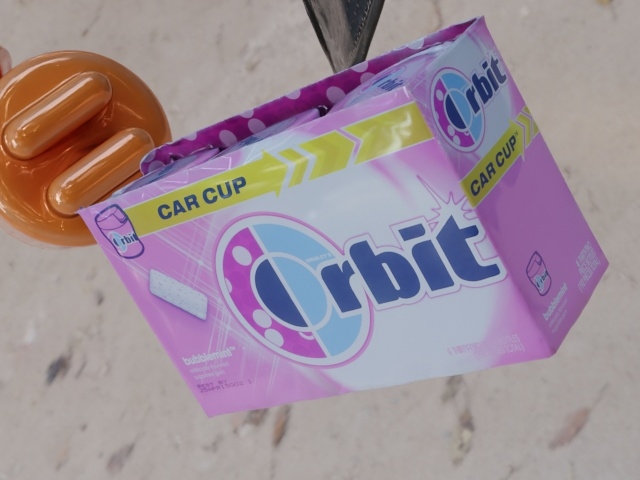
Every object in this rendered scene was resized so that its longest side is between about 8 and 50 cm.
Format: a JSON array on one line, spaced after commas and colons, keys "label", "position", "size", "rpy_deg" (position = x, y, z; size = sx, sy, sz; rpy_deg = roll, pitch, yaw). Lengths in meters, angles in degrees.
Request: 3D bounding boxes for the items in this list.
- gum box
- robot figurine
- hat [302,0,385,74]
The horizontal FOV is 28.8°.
[{"label": "gum box", "position": [0.000, 0.000, 0.487], "size": [0.188, 0.107, 0.062], "rpy_deg": [-17, 21, 41]}, {"label": "robot figurine", "position": [-0.171, -0.058, 0.835], "size": [0.219, 0.158, 0.128], "rpy_deg": [172, 112, -74]}, {"label": "hat", "position": [-0.065, -0.238, 0.733], "size": [0.134, 0.331, 0.331], "rpy_deg": [-13, 42, -10]}]
